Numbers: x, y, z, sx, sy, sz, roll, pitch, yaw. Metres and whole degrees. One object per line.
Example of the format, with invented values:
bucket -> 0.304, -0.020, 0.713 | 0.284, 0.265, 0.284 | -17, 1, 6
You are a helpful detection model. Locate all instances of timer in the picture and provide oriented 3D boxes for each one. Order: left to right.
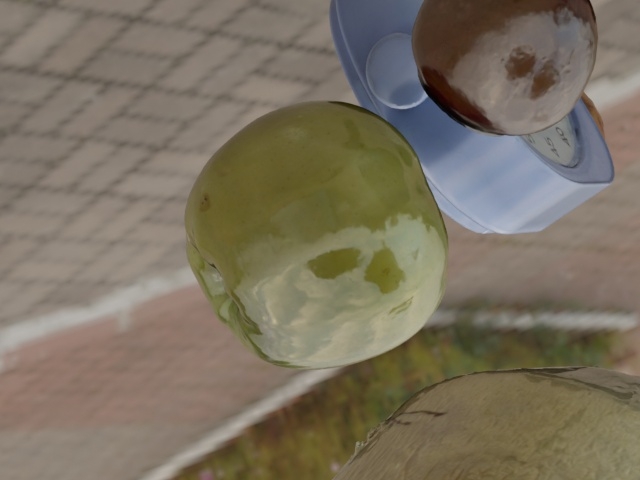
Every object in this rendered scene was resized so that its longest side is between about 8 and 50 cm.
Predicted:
timer -> 0.173, -0.192, 2.075 | 0.173, 0.395, 0.395 | -32, 157, 24

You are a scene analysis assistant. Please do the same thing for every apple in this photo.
apple -> 0.000, 0.000, 1.771 | 0.262, 0.262, 0.262 | -19, 160, -7

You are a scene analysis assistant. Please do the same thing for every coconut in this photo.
coconut -> 0.133, 0.273, 1.147 | 0.360, 0.346, 0.346 | -47, 179, -38

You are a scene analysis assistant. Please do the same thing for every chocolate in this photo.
chocolate -> 0.172, -0.181, 1.629 | 0.177, 0.176, 0.177 | -19, 160, -7

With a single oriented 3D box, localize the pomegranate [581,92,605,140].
pomegranate -> 0.281, -0.134, 2.441 | 0.207, 0.207, 0.207 | -19, 160, -7
